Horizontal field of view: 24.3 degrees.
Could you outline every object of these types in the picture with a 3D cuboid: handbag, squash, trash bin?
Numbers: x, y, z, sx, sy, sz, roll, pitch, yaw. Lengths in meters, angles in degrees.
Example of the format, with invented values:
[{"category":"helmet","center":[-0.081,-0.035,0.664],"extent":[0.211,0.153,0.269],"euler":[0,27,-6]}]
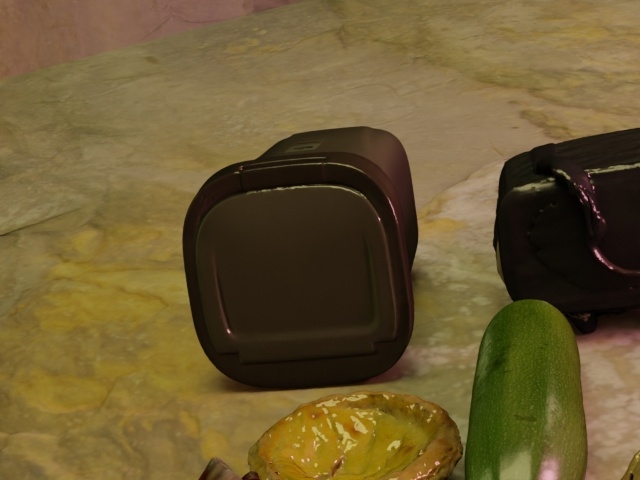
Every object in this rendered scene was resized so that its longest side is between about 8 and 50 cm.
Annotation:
[{"category":"handbag","center":[0.293,-0.013,1.449],"extent":[0.254,0.181,0.181],"euler":[-8,16,11]},{"category":"squash","center":[0.171,0.150,1.230],"extent":[0.101,0.101,0.379],"euler":[-5,24,14]},{"category":"trash bin","center":[0.000,0.000,1.530],"extent":[0.219,0.219,0.250],"euler":[-3,18,14]}]

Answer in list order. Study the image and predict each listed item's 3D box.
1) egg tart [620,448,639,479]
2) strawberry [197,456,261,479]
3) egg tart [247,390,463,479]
[{"category":"egg tart","center":[0.272,0.206,0.970],"extent":[0.212,0.213,0.090],"euler":[-20,-7,-19]},{"category":"strawberry","center":[0.009,0.289,0.818],"extent":[0.343,0.292,0.292],"euler":[22,38,33]},{"category":"egg tart","center":[0.032,0.190,1.231],"extent":[0.191,0.074,0.191],"euler":[-10,22,4]}]
